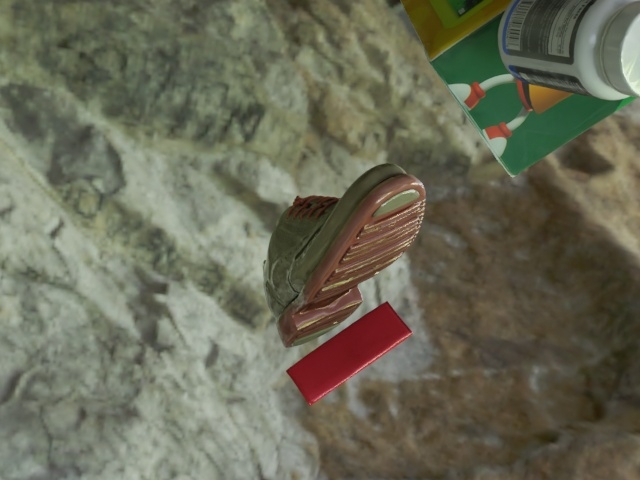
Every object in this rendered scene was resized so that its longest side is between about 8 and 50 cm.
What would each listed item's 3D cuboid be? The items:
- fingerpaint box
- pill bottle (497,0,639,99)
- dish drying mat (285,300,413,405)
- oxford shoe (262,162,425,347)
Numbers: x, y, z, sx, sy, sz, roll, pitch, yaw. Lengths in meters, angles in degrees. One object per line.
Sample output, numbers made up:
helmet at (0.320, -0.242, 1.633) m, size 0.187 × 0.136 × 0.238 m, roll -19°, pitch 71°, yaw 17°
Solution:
fingerpaint box at (0.259, -0.317, 1.027) m, size 0.163 × 0.371 × 0.445 m, roll 49°, pitch -165°, yaw -30°
pill bottle at (0.199, -0.145, 0.739) m, size 0.078 × 0.078 × 0.137 m, roll 4°, pitch -166°, yaw -28°
dish drying mat at (0.019, 0.075, 0.672) m, size 0.083 × 0.008 × 0.032 m, roll -34°, pitch -124°, yaw -7°
oxford shoe at (0.000, 0.000, 1.081) m, size 0.123 × 0.348 × 0.130 m, roll -20°, pitch -108°, yaw -30°
